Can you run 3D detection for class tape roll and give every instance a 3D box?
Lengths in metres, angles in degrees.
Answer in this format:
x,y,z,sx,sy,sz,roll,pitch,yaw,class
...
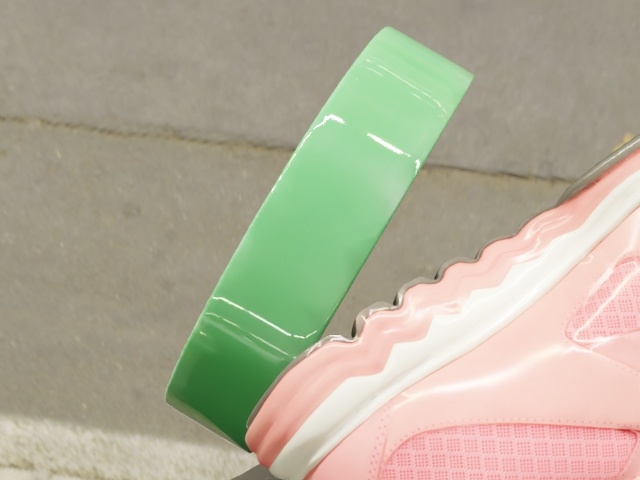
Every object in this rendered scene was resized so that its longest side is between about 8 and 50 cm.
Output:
x,y,z,sx,sy,sz,roll,pitch,yaw,class
0.000,0.000,0.973,0.077,0.321,0.321,30,69,2,tape roll

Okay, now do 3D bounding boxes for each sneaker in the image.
x,y,z,sx,sy,sz,roll,pitch,yaw,class
0.127,0.049,0.595,0.314,0.116,0.136,-32,79,-7,sneaker

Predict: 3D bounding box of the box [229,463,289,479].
x,y,z,sx,sy,sz,roll,pitch,yaw,class
-0.035,0.287,0.905,0.395,0.293,0.212,-29,91,4,box
